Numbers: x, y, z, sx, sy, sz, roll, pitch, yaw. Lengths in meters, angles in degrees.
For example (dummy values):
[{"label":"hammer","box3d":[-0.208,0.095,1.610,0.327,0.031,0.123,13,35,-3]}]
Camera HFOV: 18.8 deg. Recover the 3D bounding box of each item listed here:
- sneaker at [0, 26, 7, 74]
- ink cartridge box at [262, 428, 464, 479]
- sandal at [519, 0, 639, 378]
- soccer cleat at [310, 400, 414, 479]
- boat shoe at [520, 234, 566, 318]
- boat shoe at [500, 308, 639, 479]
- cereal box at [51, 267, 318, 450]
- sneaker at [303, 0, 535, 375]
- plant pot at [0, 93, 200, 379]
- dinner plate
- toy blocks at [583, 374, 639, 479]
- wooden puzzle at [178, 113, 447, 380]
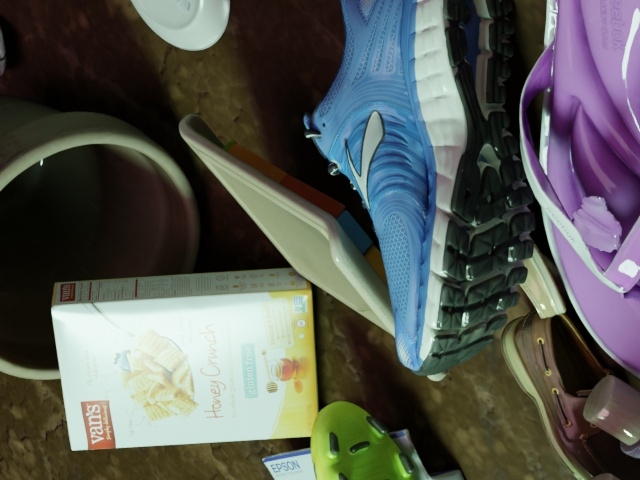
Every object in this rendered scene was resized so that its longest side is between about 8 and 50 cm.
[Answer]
[{"label":"sneaker","box3d":[-0.385,-0.210,1.966,0.170,0.071,0.068,30,134,29]},{"label":"ink cartridge box","box3d":[0.070,0.282,1.840,0.223,0.045,0.224,-17,102,49]},{"label":"sandal","box3d":[0.208,-0.064,1.412,0.169,0.102,0.416,16,127,41]},{"label":"soccer cleat","box3d":[0.053,0.284,1.751,0.121,0.093,0.289,-20,98,56]},{"label":"boat shoe","box3d":[0.134,-0.003,1.552,0.170,0.059,0.063,57,-176,11]},{"label":"boat shoe","box3d":[0.215,0.134,1.571,0.178,0.064,0.060,58,143,3]},{"label":"cereal box","box3d":[-0.124,0.113,1.809,0.240,0.047,0.173,-4,123,-1]},{"label":"sneaker","box3d":[0.072,-0.061,1.490,0.147,0.130,0.330,-1,92,38]},{"label":"plant pot","box3d":[-0.282,-0.032,1.865,0.229,0.263,0.263,40,141,45]},{"label":"dinner plate","box3d":[-0.137,-0.234,1.731,0.141,0.017,0.141,26,133,32]},{"label":"toy blocks","box3d":[0.293,0.280,1.438,0.260,0.309,0.288,32,-179,-12]},{"label":"wooden puzzle","box3d":[0.000,0.000,1.629,0.239,0.044,0.221,39,171,43]}]
